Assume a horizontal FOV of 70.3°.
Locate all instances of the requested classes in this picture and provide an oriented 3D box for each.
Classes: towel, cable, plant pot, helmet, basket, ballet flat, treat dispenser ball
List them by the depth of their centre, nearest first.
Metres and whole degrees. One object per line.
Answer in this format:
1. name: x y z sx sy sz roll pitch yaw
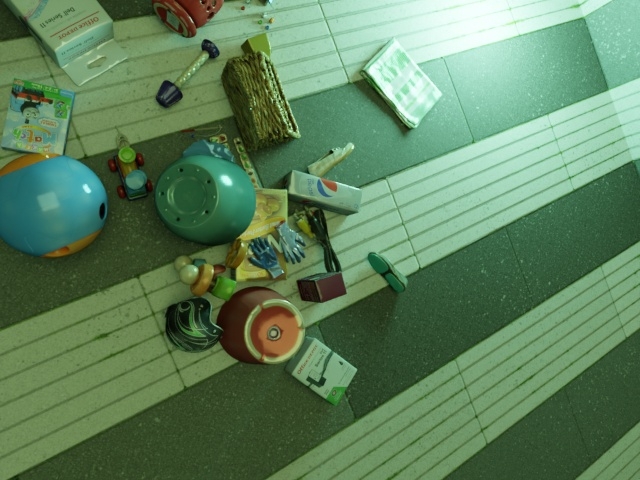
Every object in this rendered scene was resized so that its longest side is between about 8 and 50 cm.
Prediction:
1. treat dispenser ball: -0.740 -0.095 1.248 0.288 0.288 0.288 2 84 -22
2. plant pot: -0.362 -0.127 1.379 0.292 0.235 0.293 0 90 4
3. helmet: -0.396 0.271 1.427 0.169 0.169 0.162 -10 73 -23
4. plant pot: -0.180 0.283 1.471 0.274 0.243 0.275 2 85 -22
5. plant pot: -0.444 -0.786 1.492 0.191 0.191 0.174 39 78 -15
6. basket: -0.178 -0.486 1.558 0.222 0.213 0.299 -20 93 -22
7. plant pot: -0.224 -0.682 1.632 0.081 0.081 0.083 -31 106 -22
8. cable: 0.000 0.000 1.670 0.287 0.072 0.139 65 32 -10
9. ballet flat: 0.263 0.112 1.776 0.213 0.072 0.068 48 43 -12
10. towel: 0.341 -0.651 1.886 0.325 0.038 0.248 44 70 -13

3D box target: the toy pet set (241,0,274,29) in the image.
1. toy pet set: -0.208 -0.864 1.661 0.122 0.065 0.114 32 74 -17

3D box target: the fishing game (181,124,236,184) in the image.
1. fishing game: -0.373 -0.246 1.522 0.189 0.041 0.264 -8 98 -4

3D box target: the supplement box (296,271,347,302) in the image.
1. supplement box: 0.000 0.162 1.586 0.104 0.188 0.081 -16 92 -23

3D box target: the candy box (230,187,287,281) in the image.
1. candy box: -0.211 -0.019 1.564 0.182 0.087 0.317 0 87 -23

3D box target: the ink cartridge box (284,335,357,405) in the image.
1. ink cartridge box: 0.001 0.459 1.613 0.208 0.087 0.153 39 72 -14

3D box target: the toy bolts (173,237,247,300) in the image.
1. toy bolts: -0.358 0.072 1.424 0.158 0.228 0.218 28 72 -26

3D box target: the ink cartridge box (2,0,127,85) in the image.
1. ink cartridge box: -0.780 -0.679 1.376 0.207 0.119 0.353 -43 101 -20

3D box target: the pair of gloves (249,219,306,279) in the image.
1. pair of gloves: -0.144 0.034 1.531 0.198 0.023 0.159 -35 102 -24

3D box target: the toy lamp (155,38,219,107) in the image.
1. toy lamp: -0.449 -0.559 1.527 0.080 0.080 0.275 37 72 -15

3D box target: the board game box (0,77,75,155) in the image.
1. board game box: -0.844 -0.361 1.365 0.160 0.039 0.212 8 83 -22

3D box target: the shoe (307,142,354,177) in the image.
1. shoe: 0.040 -0.309 1.707 0.219 0.076 0.058 -41 106 -19

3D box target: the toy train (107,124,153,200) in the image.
1. toy train: -0.599 -0.256 1.399 0.105 0.143 0.248 -19 93 -23

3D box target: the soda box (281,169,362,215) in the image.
1. soda box: 0.005 -0.171 1.669 0.286 0.098 0.091 14 80 -20

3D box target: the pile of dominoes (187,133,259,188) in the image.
1. pile of dominoes: -0.325 -0.236 1.568 0.195 0.040 0.251 -22 93 -23
